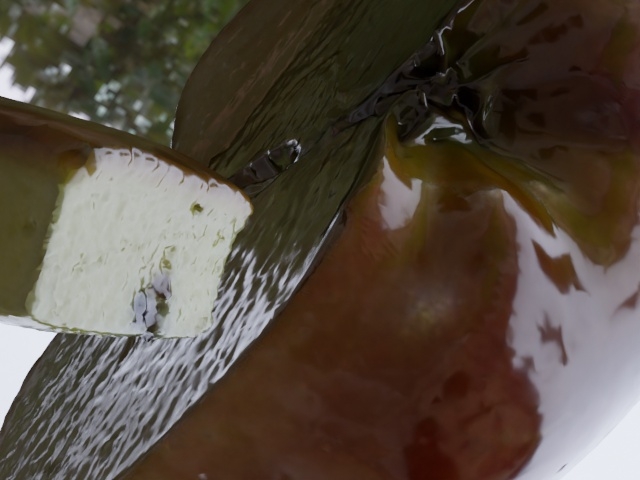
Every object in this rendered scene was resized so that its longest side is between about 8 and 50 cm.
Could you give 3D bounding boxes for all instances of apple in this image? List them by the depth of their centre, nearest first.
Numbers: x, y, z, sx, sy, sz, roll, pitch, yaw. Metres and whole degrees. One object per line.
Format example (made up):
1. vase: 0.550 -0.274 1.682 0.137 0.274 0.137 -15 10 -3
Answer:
1. apple: 0.000 0.000 0.649 0.365 0.295 0.329 -23 -103 59

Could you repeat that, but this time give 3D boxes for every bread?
1. bread: -0.135 -0.027 0.387 0.226 0.088 0.049 17 -87 25
